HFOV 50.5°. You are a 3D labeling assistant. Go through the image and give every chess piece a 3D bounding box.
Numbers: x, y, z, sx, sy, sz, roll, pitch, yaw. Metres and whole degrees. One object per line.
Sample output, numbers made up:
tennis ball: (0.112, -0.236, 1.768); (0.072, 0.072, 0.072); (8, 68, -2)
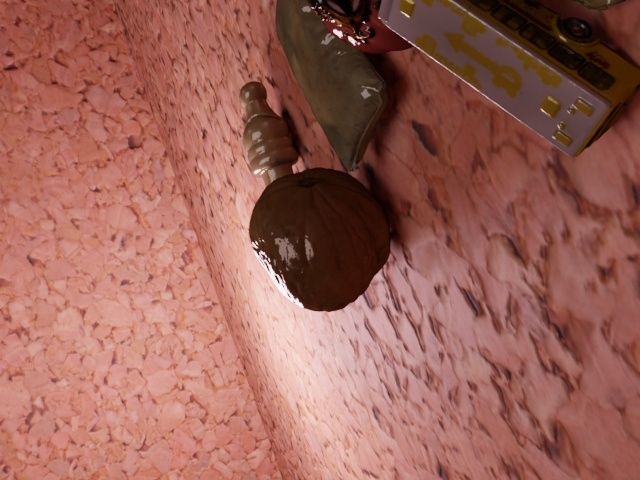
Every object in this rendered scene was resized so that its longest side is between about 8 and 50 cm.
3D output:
chess piece: (-0.092, -0.153, 1.306); (0.139, 0.124, 0.308); (-2, -107, -76)

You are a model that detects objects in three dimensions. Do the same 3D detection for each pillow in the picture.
pillow: (0.009, -0.259, 0.966); (0.303, 0.074, 0.185); (64, 158, 21)

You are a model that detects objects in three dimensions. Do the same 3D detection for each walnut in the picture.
walnut: (0.000, 0.000, 1.061); (0.228, 0.227, 0.228); (53, 155, 38)

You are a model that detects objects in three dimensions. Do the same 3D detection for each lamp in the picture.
lamp: (0.061, -0.290, 0.716); (0.182, 0.140, 0.182); (36, 152, 22)

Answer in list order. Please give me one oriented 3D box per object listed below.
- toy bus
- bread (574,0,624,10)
toy bus: (0.158, -0.169, 0.585); (0.226, 0.074, 0.081); (41, 154, 14)
bread: (0.142, -0.289, 0.504); (0.174, 0.251, 0.133); (94, -167, -52)
